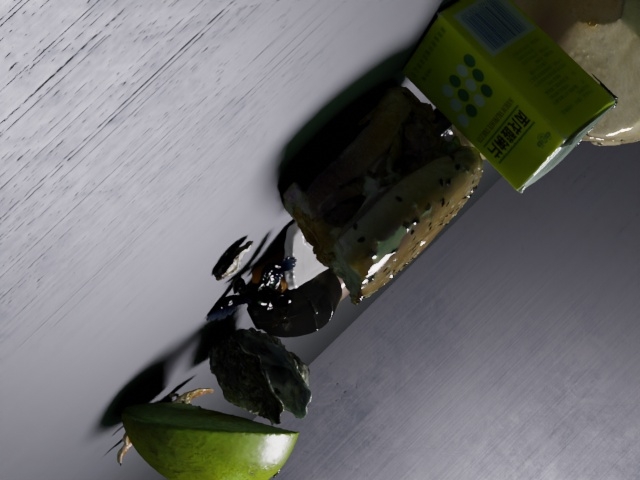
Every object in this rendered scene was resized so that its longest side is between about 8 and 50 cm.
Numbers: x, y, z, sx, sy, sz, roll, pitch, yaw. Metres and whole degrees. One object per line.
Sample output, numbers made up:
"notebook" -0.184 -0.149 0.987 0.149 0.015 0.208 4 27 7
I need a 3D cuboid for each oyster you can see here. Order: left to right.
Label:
"oyster" -0.129 0.031 1.652 0.083 0.019 0.054 -53 169 32
"oyster" -0.117 0.230 2.060 0.351 0.158 0.162 -159 -108 -70

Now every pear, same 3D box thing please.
"pear" -0.218 0.348 1.909 0.239 0.288 0.139 23 77 -49

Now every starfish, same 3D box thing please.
"starfish" -0.309 0.343 2.162 0.247 0.050 0.138 -22 157 -50

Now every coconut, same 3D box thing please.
"coconut" 0.429 -0.312 1.687 0.352 0.352 0.352 -43 171 -9

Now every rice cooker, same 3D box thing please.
"rice cooker" -0.044 0.101 1.952 0.165 0.112 0.106 -10 -154 32

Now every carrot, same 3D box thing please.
"carrot" -0.029 0.017 1.917 0.210 0.061 0.061 -42 171 -40

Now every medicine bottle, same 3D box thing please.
"medicine bottle" 0.254 -0.210 1.548 0.141 0.250 0.137 -34 167 -38

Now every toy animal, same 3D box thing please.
"toy animal" -0.095 0.088 1.814 0.220 0.108 0.062 -40 -158 37

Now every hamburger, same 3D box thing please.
"hamburger" 0.088 -0.068 1.626 0.277 0.195 0.318 -43 173 -2

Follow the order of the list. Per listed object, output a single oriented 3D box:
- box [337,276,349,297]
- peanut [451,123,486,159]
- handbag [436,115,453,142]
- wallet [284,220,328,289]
"box" 0.053 0.049 2.293 0.200 0.088 0.146 -45 170 -7
"peanut" 0.335 -0.251 1.961 0.298 0.136 0.120 -38 163 -21
"handbag" 0.313 -0.260 2.112 0.332 0.075 0.191 -41 169 -15
"wallet" 0.000 0.000 1.877 0.183 0.032 0.124 -32 132 -53
